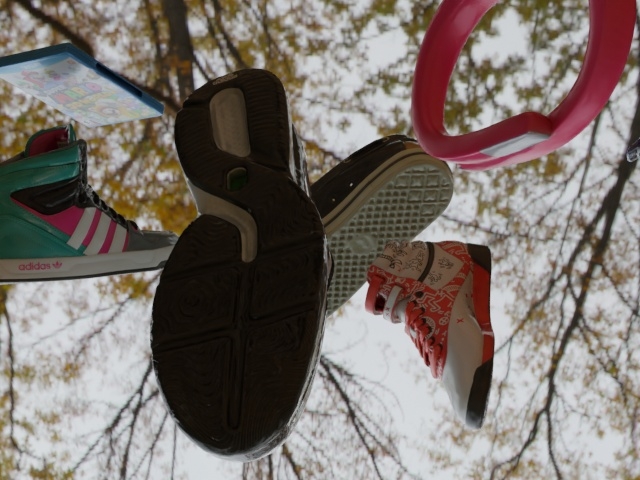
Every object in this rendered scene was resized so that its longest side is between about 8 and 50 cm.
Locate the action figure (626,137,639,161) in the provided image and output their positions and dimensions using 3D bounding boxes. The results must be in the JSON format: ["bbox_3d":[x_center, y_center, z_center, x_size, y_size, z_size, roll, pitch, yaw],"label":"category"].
[{"bbox_3d":[0.456,-0.133,0.888,0.341,0.178,0.330,-36,-104,6],"label":"action figure"}]

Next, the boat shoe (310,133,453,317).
[{"bbox_3d":[0.000,0.000,1.576,0.500,0.187,0.156,-39,-146,14],"label":"boat shoe"}]

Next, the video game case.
[{"bbox_3d":[-0.275,-0.173,1.063,0.119,0.166,0.015,-4,-108,28],"label":"video game case"}]

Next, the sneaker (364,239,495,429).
[{"bbox_3d":[0.119,0.098,1.054,0.145,0.090,0.270,6,-139,4],"label":"sneaker"}]

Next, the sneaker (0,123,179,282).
[{"bbox_3d":[-0.280,-0.045,1.090,0.124,0.178,0.295,-5,179,35],"label":"sneaker"}]

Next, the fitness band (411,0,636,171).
[{"bbox_3d":[0.182,-0.178,0.893,0.054,0.291,0.209,12,-100,-25],"label":"fitness band"}]

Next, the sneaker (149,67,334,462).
[{"bbox_3d":[-0.039,0.053,0.958,0.169,0.257,0.447,-15,-132,13],"label":"sneaker"}]
